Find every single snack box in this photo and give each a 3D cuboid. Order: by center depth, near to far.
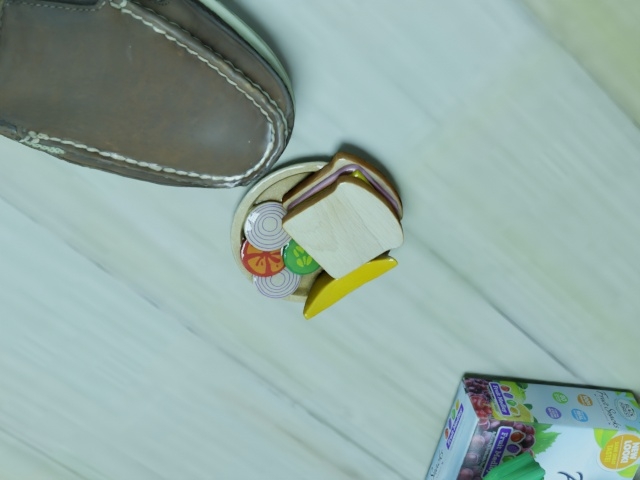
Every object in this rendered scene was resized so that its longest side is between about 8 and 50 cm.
[{"bbox_3d":[0.108,0.144,0.629,0.100,0.037,0.141,6,122,-14],"label":"snack box"}]

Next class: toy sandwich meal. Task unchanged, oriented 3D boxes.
[{"bbox_3d":[0.000,0.000,0.529,0.085,0.029,0.086,-4,122,-6],"label":"toy sandwich meal"}]

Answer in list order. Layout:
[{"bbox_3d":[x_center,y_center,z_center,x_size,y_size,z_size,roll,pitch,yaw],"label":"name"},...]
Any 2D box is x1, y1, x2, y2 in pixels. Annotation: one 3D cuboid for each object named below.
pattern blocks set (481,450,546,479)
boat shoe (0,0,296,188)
[{"bbox_3d":[0.152,0.218,0.648,0.285,0.026,0.325,-42,129,9],"label":"pattern blocks set"},{"bbox_3d":[-0.125,-0.072,0.427,0.257,0.095,0.095,21,117,-20],"label":"boat shoe"}]
